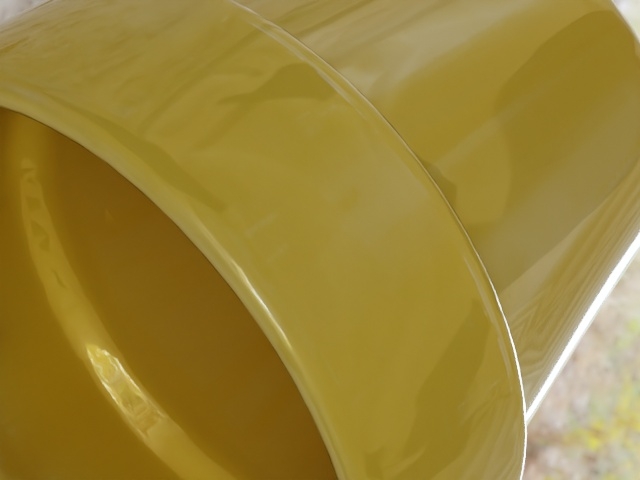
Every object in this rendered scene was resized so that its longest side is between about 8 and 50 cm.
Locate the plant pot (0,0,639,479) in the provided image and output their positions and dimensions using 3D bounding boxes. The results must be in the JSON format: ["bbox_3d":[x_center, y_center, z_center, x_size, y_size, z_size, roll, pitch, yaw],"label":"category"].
[{"bbox_3d":[0.000,0.000,0.665,0.239,0.254,0.254,-36,148,-35],"label":"plant pot"}]
